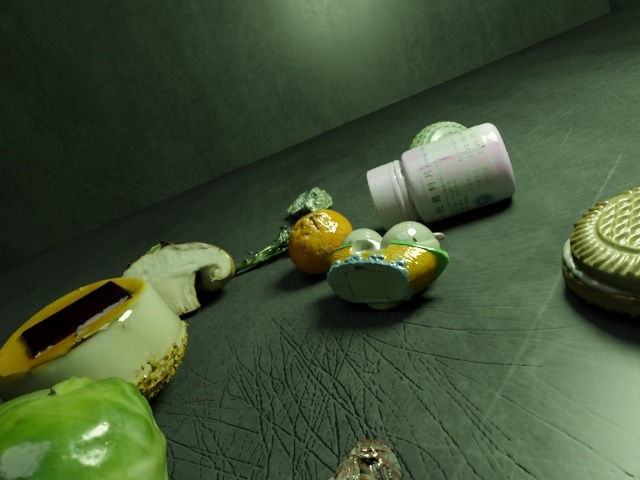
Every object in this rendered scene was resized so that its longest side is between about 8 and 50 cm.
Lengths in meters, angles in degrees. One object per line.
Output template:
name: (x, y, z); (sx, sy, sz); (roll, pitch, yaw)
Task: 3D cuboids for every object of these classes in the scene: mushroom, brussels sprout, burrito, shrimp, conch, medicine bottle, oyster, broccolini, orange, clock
mushroom: (-0.305, 0.091, 1.110); (0.285, 0.156, 0.151); (-19, -9, 9)
brussels sprout: (-0.257, 0.243, 0.490); (0.243, 0.244, 0.244); (-21, 19, 7)
burrito: (-0.474, 0.051, 1.494); (0.104, 0.054, 0.288); (-32, 20, -23)
shrimp: (0.004, 0.239, 0.396); (0.073, 0.075, 0.190); (27, 57, 25)
conch: (0.273, -0.209, 1.172); (0.172, 0.131, 0.200); (-49, 31, -12)
medicine bottle: (0.228, -0.115, 0.971); (0.254, 0.152, 0.152); (-19, 19, 14)
oyster: (-0.029, -0.102, 1.383); (0.124, 0.064, 0.177); (-37, 21, -25)
broccolini: (-0.161, 0.030, 1.199); (0.271, 0.062, 0.123); (-22, 8, 13)
orange: (0.000, -0.001, 0.981); (0.135, 0.118, 0.136); (-15, 16, 4)
clock: (0.098, 0.033, 0.795); (0.230, 0.103, 0.144); (-5, 24, 38)

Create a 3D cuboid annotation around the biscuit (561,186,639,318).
biscuit: (0.404, -0.002, 0.561); (0.258, 0.079, 0.259); (-20, 18, 7)

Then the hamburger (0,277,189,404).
hamburger: (-0.344, 0.186, 0.782); (0.276, 0.179, 0.294); (-38, 26, -30)
